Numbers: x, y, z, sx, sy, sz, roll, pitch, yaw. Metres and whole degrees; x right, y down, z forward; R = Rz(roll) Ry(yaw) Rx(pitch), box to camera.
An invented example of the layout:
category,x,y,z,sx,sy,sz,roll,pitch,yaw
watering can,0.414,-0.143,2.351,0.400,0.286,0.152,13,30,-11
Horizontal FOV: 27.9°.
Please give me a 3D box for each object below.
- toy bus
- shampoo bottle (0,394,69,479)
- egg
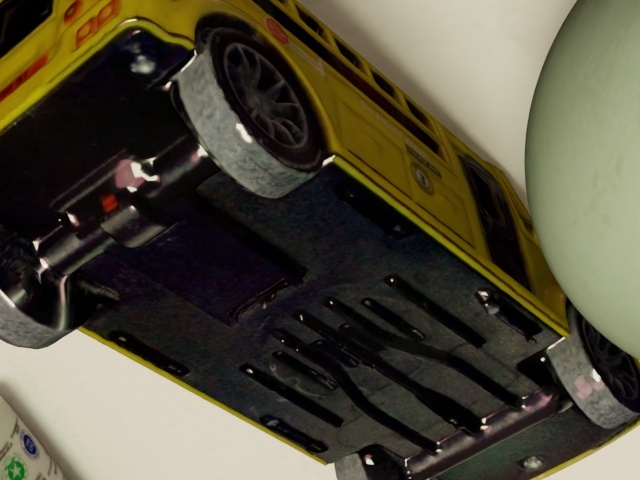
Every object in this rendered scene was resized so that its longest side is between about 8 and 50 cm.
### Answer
category,x,y,z,sx,sy,sz,roll,pitch,yaw
toy bus,0.000,0.000,0.551,0.145,0.151,0.331,-34,133,25
shampoo bottle,-0.152,0.231,0.810,0.092,0.092,0.303,-20,116,25
egg,0.172,-0.043,0.473,0.183,0.183,0.264,17,157,3
